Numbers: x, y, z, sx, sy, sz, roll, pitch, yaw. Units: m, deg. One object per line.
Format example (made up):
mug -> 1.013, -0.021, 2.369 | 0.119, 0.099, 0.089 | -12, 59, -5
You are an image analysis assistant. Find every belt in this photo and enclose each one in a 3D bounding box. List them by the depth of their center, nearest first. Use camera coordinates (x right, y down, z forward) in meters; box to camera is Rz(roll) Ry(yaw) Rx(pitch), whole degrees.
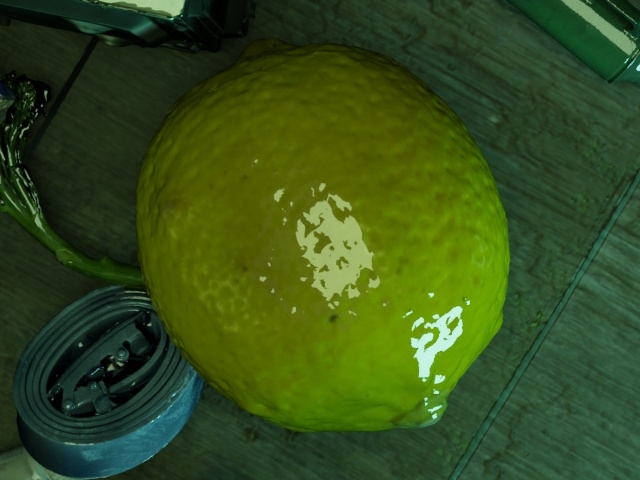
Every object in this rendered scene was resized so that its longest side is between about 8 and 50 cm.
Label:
belt -> -0.185, 0.124, 1.594 | 0.141, 0.082, 0.190 | 38, 61, 18

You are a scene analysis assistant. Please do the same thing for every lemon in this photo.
lemon -> -0.001, -0.002, 1.510 | 0.336, 0.336, 0.336 | 0, 93, 1

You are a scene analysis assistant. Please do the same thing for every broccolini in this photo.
broccolini -> -0.229, -0.054, 1.613 | 0.271, 0.062, 0.123 | 38, 107, 10

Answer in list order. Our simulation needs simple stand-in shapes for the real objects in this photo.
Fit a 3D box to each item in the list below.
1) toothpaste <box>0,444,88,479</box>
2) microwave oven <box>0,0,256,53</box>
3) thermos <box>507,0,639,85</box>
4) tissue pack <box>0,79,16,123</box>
toothpaste -> -0.309, 0.255, 1.650 | 0.282, 0.068, 0.099 | -34, 65, 9
microwave oven -> -0.158, -0.325, 1.442 | 0.247, 0.394, 0.333 | 9, 94, 1
thermos -> 0.241, -0.207, 1.604 | 0.187, 0.073, 0.083 | 38, 127, -3
tissue pack -> -0.422, -0.154, 1.560 | 0.270, 0.137, 0.209 | 47, 112, 9
